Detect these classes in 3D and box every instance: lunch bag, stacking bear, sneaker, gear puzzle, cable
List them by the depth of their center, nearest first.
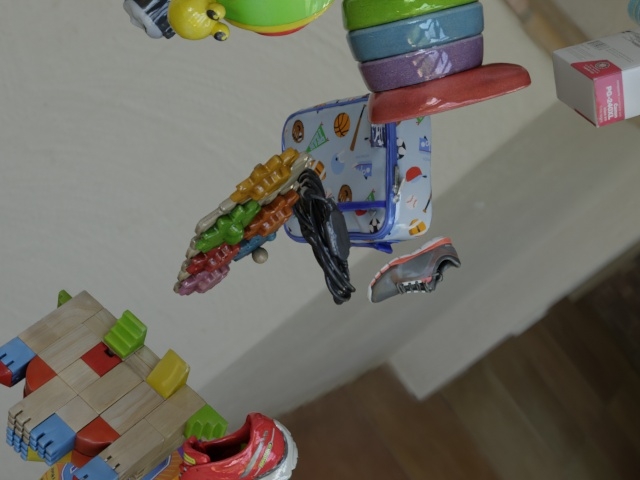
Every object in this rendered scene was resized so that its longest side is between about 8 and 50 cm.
[{"bbox_3d":[0.095,-0.284,1.248,0.164,0.175,0.289,-22,102,-42],"label":"stacking bear"},{"bbox_3d":[-0.074,-0.024,1.326,0.044,0.175,0.339,51,-23,8],"label":"gear puzzle"},{"bbox_3d":[0.000,0.000,1.513,0.150,0.047,0.184,-136,-153,-62],"label":"cable"},{"bbox_3d":[-0.168,0.333,1.625,0.118,0.279,0.107,52,5,-23],"label":"sneaker"},{"bbox_3d":[0.144,0.056,1.762,0.065,0.158,0.061,56,0,29],"label":"sneaker"},{"bbox_3d":[0.055,-0.101,1.832,0.115,0.303,0.243,3,87,-36],"label":"lunch bag"}]

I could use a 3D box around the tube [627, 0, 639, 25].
[{"bbox_3d":[0.542,-0.352,1.832,0.207,0.052,0.080,-95,180,-69],"label":"tube"}]

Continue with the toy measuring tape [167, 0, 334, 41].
[{"bbox_3d":[0.000,-0.265,0.961,0.121,0.330,0.121,32,-29,20],"label":"toy measuring tape"}]

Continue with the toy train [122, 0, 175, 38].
[{"bbox_3d":[-0.149,-0.413,1.514,0.190,0.334,0.142,49,-3,10],"label":"toy train"}]

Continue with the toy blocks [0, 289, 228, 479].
[{"bbox_3d":[-0.377,0.260,1.823,0.381,0.190,0.261,40,51,16],"label":"toy blocks"}]

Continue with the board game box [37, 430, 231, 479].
[{"bbox_3d":[-0.299,0.550,2.310,0.356,0.356,0.356,48,-4,-30],"label":"board game box"}]

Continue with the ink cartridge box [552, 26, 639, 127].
[{"bbox_3d":[0.353,-0.190,1.294,0.109,0.151,0.063,-120,-165,-62],"label":"ink cartridge box"}]
